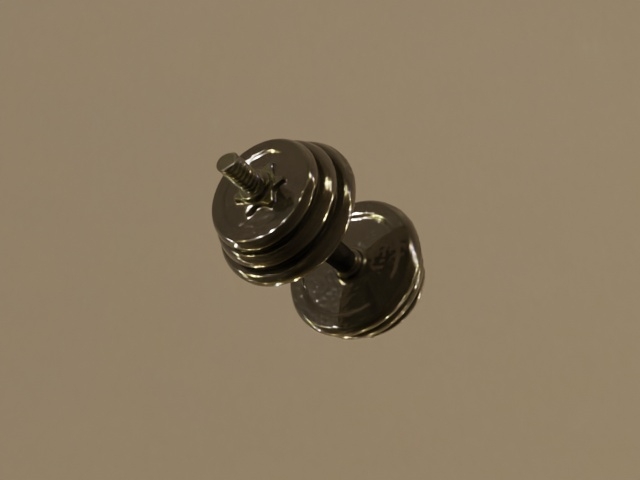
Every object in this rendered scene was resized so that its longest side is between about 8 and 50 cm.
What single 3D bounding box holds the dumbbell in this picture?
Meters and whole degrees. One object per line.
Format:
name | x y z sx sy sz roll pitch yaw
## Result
dumbbell | 0.000 0.000 1.184 0.099 0.099 0.208 -32 -41 17
